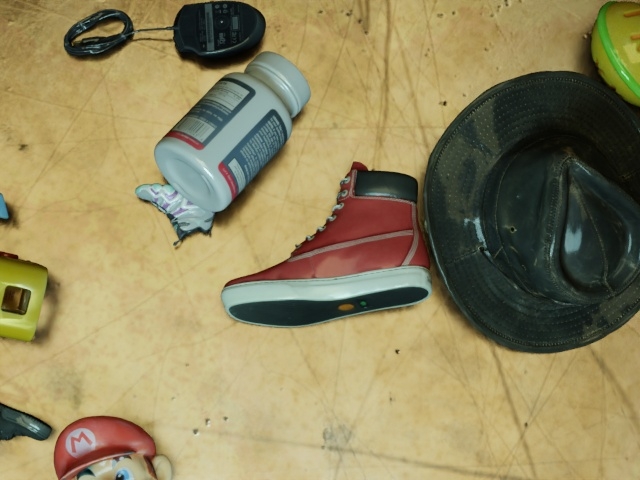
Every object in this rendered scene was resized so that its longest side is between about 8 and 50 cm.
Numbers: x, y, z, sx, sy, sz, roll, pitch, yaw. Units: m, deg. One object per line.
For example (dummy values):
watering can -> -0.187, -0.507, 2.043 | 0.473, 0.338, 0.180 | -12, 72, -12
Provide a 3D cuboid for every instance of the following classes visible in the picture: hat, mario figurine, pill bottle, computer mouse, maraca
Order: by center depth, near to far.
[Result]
mario figurine -> -0.204, 0.344, 1.760 | 0.198, 0.170, 0.320 | -25, 92, -40
hat -> 0.278, -0.025, 1.813 | 0.331, 0.134, 0.331 | -2, 97, -13
pill bottle -> -0.096, -0.130, 1.850 | 0.108, 0.108, 0.180 | 41, 66, 3
maraca -> 0.386, -0.202, 1.892 | 0.185, 0.099, 0.127 | 54, 42, -6
computer mouse -> -0.184, -0.244, 1.911 | 0.242, 0.041, 0.071 | -2, 74, 4

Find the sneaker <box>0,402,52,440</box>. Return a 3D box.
sneaker -> -0.398, 0.219, 1.833 | 0.170, 0.051, 0.089 | 22, 82, 5

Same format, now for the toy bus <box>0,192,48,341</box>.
toy bus -> -0.406, 0.051, 1.802 | 0.202, 0.104, 0.191 | -35, 104, -16

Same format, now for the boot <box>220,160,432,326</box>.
boot -> 0.000, 0.000, 1.870 | 0.244, 0.088, 0.176 | -10, 66, 6

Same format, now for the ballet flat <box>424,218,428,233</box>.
ballet flat -> 0.195, -0.083, 1.897 | 0.206, 0.073, 0.067 | -34, 59, -9

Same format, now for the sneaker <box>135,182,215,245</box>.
sneaker -> -0.172, -0.028, 1.878 | 0.098, 0.038, 0.069 | 9, 82, -1
